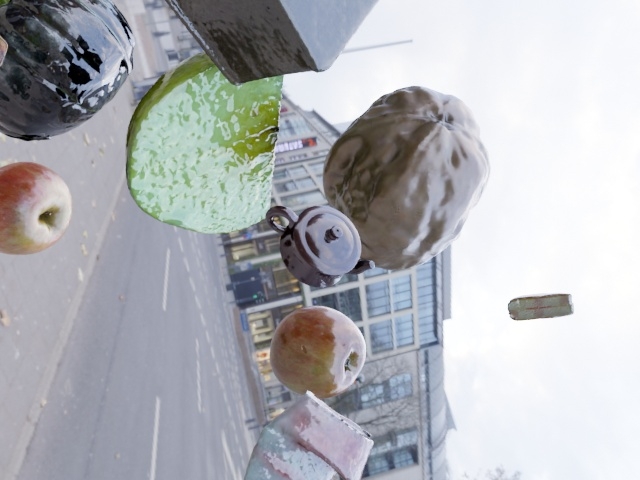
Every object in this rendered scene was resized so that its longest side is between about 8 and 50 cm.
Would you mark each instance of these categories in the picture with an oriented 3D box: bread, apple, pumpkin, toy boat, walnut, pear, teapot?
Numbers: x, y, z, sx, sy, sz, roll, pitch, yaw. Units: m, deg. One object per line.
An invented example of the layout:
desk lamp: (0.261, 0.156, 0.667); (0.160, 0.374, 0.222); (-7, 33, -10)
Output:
bread: (0.370, 0.113, 0.846); (0.062, 0.109, 0.043); (33, 50, -84)
apple: (-0.656, -0.069, 1.081); (0.209, 0.164, 0.209); (21, 90, -76)
apple: (-0.004, 0.230, 1.012); (0.174, 0.188, 0.188); (11, -59, 37)
pumpkin: (-0.472, -0.319, 0.813); (0.296, 0.296, 0.295); (167, -90, -81)
toy boat: (-0.051, 0.368, 0.701); (0.206, 0.282, 0.096); (43, -13, -33)
walnut: (0.121, -0.089, 0.736); (0.273, 0.227, 0.273); (34, -50, 52)
pear: (-0.181, -0.136, 0.688); (0.139, 0.239, 0.288); (33, -47, 25)
teapot: (0.000, 0.000, 0.411); (0.045, 0.100, 0.067); (-42, -159, 49)

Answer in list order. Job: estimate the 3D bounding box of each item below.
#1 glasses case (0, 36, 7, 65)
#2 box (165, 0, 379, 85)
glasses case: (-0.467, -0.241, 0.586); (0.075, 0.218, 0.049); (30, 78, -58)
box: (-0.025, -0.318, 0.507); (0.143, 0.273, 0.184); (9, -32, 44)
